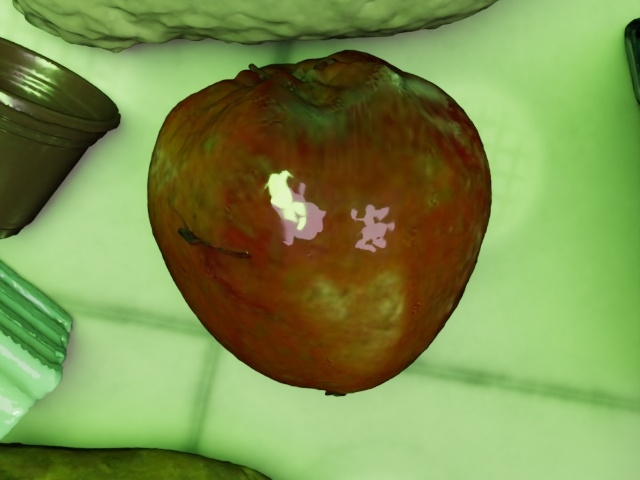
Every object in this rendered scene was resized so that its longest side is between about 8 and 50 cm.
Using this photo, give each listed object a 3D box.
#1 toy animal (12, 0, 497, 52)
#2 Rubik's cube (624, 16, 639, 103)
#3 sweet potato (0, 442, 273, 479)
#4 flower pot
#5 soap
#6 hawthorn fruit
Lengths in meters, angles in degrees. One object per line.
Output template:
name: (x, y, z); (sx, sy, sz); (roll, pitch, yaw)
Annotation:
toy animal: (0.007, -0.216, 0.423); (0.358, 0.188, 0.226); (-7, 106, -12)
Rubik's cube: (0.340, -0.008, 0.437); (0.287, 0.293, 0.291); (-13, 103, 17)
sweet potato: (-0.154, 0.187, 0.480); (0.370, 0.158, 0.157); (3, 98, -21)
flower pot: (-0.176, -0.052, 0.457); (0.111, 0.111, 0.089); (26, 105, -16)
soap: (-0.226, 0.016, 0.446); (0.198, 0.114, 0.063); (44, 89, -14)
hawthorn fruit: (0.000, 0.000, 0.467); (0.185, 0.185, 0.202); (-12, 118, -11)
